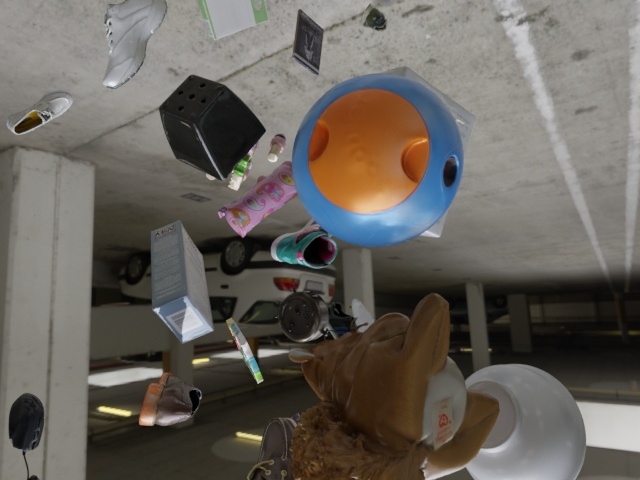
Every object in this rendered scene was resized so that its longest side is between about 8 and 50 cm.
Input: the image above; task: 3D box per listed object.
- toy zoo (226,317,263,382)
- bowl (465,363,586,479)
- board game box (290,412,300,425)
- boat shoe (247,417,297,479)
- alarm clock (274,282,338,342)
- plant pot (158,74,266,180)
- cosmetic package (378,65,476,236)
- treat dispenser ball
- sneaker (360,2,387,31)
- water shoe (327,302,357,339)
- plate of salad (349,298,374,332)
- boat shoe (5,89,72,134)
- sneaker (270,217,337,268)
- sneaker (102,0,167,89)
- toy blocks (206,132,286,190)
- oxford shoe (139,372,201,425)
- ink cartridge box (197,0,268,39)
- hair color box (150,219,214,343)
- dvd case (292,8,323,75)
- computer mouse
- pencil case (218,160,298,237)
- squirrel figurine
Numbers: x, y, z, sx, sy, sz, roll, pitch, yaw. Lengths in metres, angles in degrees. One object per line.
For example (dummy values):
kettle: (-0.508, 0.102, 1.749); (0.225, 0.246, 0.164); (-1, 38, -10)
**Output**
toy zoo: (-0.338, 0.465, 1.881); (0.030, 0.294, 0.192); (-27, -146, -19)
bowl: (0.393, 0.395, 0.938); (0.134, 0.298, 0.297); (35, 151, -31)
board game box: (-0.015, 0.557, 1.122); (0.048, 0.141, 0.170); (-33, -146, -11)
boat shoe: (-0.101, 0.524, 0.901); (0.116, 0.325, 0.096); (-34, 127, 28)
alarm clock: (-0.032, 0.206, 1.105); (0.192, 0.130, 0.064); (32, -169, 24)
plant pot: (-0.283, -0.294, 1.070); (0.187, 0.188, 0.167); (26, 161, 27)
cosmetic package: (0.206, -0.254, 1.333); (0.329, 0.394, 0.327); (20, 177, -34)
treat dispenser ball: (0.095, -0.132, 0.738); (0.287, 0.289, 0.288); (-3, 172, 0)
sneaker: (0.190, -0.753, 1.487); (0.086, 0.064, 0.192); (38, -162, -5)
water shoe: (0.080, 0.273, 1.317); (0.072, 0.080, 0.203); (1, -146, -47)
plate of salad: (0.165, 0.321, 1.657); (0.048, 0.200, 0.199); (-29, 162, 20)
boat shoe: (-0.417, -0.190, 0.645); (0.100, 0.035, 0.035); (-36, 146, -21)
sneaker: (0.000, 0.000, 1.418); (0.178, 0.124, 0.295); (16, -146, 41)
sneaker: (-0.529, -0.549, 1.159); (0.129, 0.298, 0.111); (25, 171, -41)
toy blocks: (-0.322, -0.390, 1.853); (0.308, 0.260, 0.289); (22, 133, -9)
oxford shoe: (-0.404, 0.453, 1.205); (0.132, 0.130, 0.363); (12, 169, -9)
ink cartridge box: (-0.314, -0.846, 1.544); (0.235, 0.171, 0.056); (-33, -133, -22)
hair color box: (-0.455, 0.124, 1.402); (0.113, 0.375, 0.186); (-22, 132, -3)
dvd case: (-0.052, -0.850, 1.856); (0.018, 0.222, 0.164); (-1, 170, 39)
computer mouse: (-0.569, 0.424, 0.848); (0.041, 0.242, 0.071); (-12, 168, -6)
pencil case: (-0.180, -0.134, 1.360); (0.284, 0.124, 0.124); (-39, -177, -18)
squirrel figurine: (0.062, 0.308, 0.805); (0.370, 0.397, 0.281); (-2, 131, 53)
